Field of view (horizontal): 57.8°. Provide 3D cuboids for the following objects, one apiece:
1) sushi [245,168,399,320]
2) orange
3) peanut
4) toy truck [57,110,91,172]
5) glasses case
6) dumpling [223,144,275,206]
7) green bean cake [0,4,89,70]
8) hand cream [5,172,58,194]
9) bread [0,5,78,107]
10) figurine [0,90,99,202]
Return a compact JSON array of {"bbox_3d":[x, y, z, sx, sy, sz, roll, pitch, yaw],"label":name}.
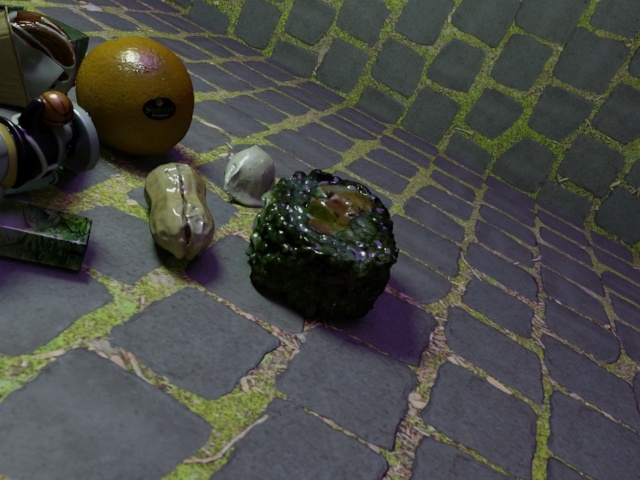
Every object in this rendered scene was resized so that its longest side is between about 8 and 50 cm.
[{"bbox_3d":[0.000,0.000,1.214,0.294,0.178,0.352,19,29,-8],"label":"sushi"},{"bbox_3d":[-0.426,-0.332,1.348,0.274,0.274,0.274,21,26,-11],"label":"orange"},{"bbox_3d":[-0.279,-0.066,1.142,0.130,0.130,0.290,11,31,-29],"label":"peanut"},{"bbox_3d":[-0.513,-0.205,1.141,0.088,0.121,0.259,9,8,-14],"label":"toy truck"},{"bbox_3d":[-0.511,-0.022,0.914,0.272,0.062,0.095,15,25,-23],"label":"glasses case"},{"bbox_3d":[-0.167,-0.153,1.454,0.155,0.181,0.111,48,-22,-22],"label":"dumpling"},{"bbox_3d":[-0.778,-0.542,1.574,0.222,0.125,0.227,27,20,1],"label":"green bean cake"},{"bbox_3d":[-0.560,-0.105,1.051,0.065,0.043,0.170,21,24,24],"label":"hand cream"},{"bbox_3d":[-0.671,-0.417,1.328,0.211,0.224,0.142,-15,41,-24],"label":"bread"},{"bbox_3d":[-0.471,-0.144,0.890,0.133,0.176,0.236,42,40,14],"label":"figurine"}]
